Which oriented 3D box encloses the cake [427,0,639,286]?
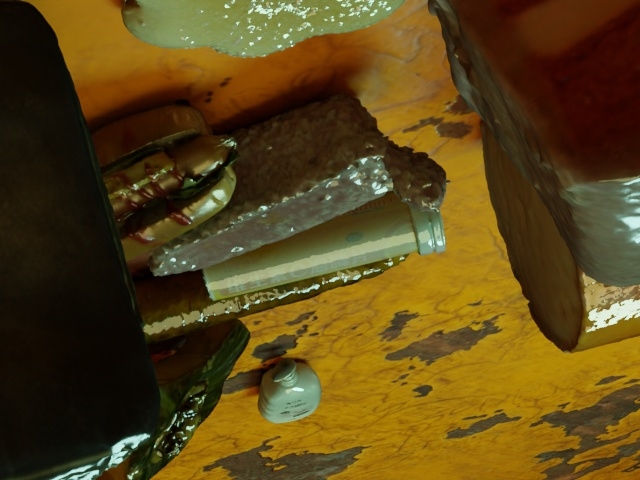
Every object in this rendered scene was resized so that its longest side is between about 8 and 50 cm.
[{"bbox_3d":[0.244,-0.143,0.966,0.309,0.237,0.230,-31,158,6],"label":"cake"}]

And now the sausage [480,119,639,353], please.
[{"bbox_3d":[0.302,-0.046,1.261,0.287,0.233,0.233,-12,156,-7],"label":"sausage"}]

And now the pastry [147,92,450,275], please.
[{"bbox_3d":[-0.028,-0.048,1.201,0.265,0.112,0.103,-12,169,21],"label":"pastry"}]

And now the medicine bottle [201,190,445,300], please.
[{"bbox_3d":[0.000,0.000,1.368,0.218,0.073,0.074,-14,157,0],"label":"medicine bottle"}]

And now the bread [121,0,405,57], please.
[{"bbox_3d":[-0.010,-0.179,0.997,0.251,0.039,0.182,-15,156,-4],"label":"bread"}]

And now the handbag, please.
[{"bbox_3d":[-0.278,0.028,0.950,0.247,0.340,0.240,-12,172,-43],"label":"handbag"}]

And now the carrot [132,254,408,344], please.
[{"bbox_3d":[-0.059,0.043,1.433,0.314,0.066,0.066,-12,156,-11],"label":"carrot"}]

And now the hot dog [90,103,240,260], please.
[{"bbox_3d":[-0.171,-0.026,1.157,0.250,0.104,0.076,-22,-164,22],"label":"hot dog"}]

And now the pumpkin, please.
[{"bbox_3d":[-0.168,0.174,1.527,0.258,0.095,0.290,-59,173,34],"label":"pumpkin"}]

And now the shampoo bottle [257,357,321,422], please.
[{"bbox_3d":[-0.036,0.167,1.748,0.077,0.045,0.152,-13,156,-7],"label":"shampoo bottle"}]
